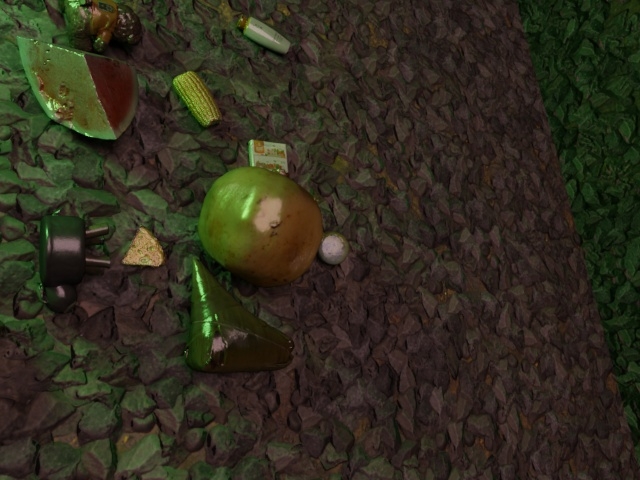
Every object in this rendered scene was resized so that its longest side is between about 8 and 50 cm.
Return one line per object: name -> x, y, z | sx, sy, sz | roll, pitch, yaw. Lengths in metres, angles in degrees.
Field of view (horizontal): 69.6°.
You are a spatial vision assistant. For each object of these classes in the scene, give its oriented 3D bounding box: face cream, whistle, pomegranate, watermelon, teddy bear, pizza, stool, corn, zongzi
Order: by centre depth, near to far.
stool -> -0.567, 0.043, 1.051 | 0.139, 0.153, 0.228 | 1, 118, -34
watermelon -> -0.579, -0.377, 1.144 | 0.256, 0.176, 0.260 | -13, 105, -25
pizza -> -0.461, 0.028, 1.175 | 0.108, 0.026, 0.123 | -32, 96, -30
pomegranate -> -0.150, -0.043, 1.210 | 0.332, 0.332, 0.332 | 9, 72, -28
zongzi -> -0.208, 0.194, 1.215 | 0.274, 0.145, 0.300 | 8, 66, -33
teddy bear -> -0.577, -0.589, 1.226 | 0.190, 0.140, 0.177 | -7, 76, -40
corn -> -0.355, -0.409, 1.340 | 0.085, 0.063, 0.165 | -36, 97, -42
whistle -> 0.000, 0.000, 1.445 | 0.198, 0.057, 0.104 | 34, 77, -9
face cream -> -0.189, -0.680, 1.525 | 0.182, 0.051, 0.072 | 22, 70, -23

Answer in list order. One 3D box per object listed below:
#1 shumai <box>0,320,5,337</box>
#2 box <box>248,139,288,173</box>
shumai -> -0.737, 0.205, 0.902 | 0.184, 0.184, 0.142 | 21, 90, -24
box -> -0.157, -0.198, 1.416 | 0.122, 0.032, 0.220 | 1, 76, -29
